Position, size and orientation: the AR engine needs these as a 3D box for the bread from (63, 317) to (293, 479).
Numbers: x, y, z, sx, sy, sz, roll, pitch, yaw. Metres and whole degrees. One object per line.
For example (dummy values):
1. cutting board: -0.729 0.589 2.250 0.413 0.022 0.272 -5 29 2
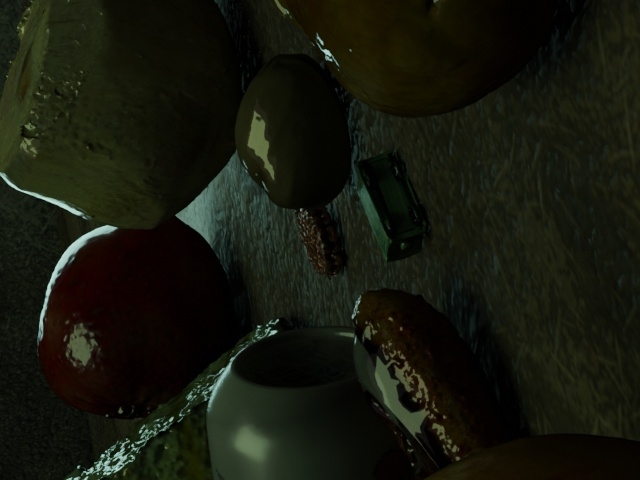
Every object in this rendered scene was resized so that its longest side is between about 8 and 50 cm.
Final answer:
1. bread: -0.115 0.303 1.939 0.264 0.395 0.239 52 -177 -2

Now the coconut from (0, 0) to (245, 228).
1. coconut: -0.214 -0.155 1.905 0.297 0.254 0.297 -168 90 -70

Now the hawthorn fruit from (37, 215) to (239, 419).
1. hawthorn fruit: -0.232 0.082 2.223 0.265 0.265 0.307 134 143 -72

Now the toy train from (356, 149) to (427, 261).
1. toy train: 0.060 -0.029 1.483 0.056 0.038 0.093 93 157 -62

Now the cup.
1. cup: 0.007 0.252 1.580 0.212 0.212 0.317 -140 40 -65

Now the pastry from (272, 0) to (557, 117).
1. pastry: 0.037 -0.247 1.149 0.356 0.164 0.356 164 90 -72

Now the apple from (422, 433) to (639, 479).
1. apple: 0.145 0.264 1.023 0.299 0.275 0.299 167 90 -68

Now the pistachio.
1. pistachio: -0.026 -0.101 1.603 0.113 0.113 0.149 -132 38 -59

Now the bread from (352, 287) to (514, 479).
1. bread: 0.111 0.153 1.387 0.269 0.095 0.139 51 165 22

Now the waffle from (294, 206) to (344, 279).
1. waffle: 0.000 0.000 1.725 0.075 0.029 0.083 169 84 -77
